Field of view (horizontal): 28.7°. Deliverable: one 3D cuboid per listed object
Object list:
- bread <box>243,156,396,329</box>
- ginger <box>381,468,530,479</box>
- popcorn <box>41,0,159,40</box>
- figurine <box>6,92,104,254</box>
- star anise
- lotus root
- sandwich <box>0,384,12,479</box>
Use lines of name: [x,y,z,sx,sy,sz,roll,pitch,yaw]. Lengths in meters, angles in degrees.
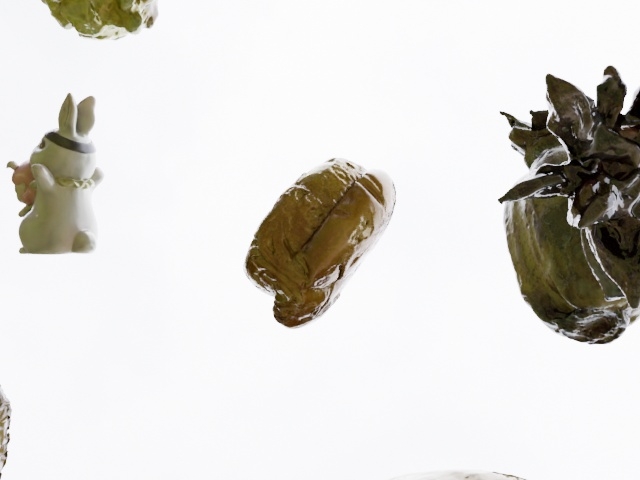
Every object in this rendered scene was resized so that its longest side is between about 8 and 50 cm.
bread: [0.000,0.000,0.566,0.046,0.081,0.083,35,-71,7]
ginger: [0.040,0.193,0.598,0.138,0.152,0.267,39,-44,-24]
popcorn: [-0.241,-0.321,1.406,0.185,0.167,0.188,-36,-121,36]
figurine: [-0.251,-0.059,1.146,0.098,0.081,0.146,-2,-88,15]
star anise: [0.271,-0.052,1.089,0.129,0.212,0.283,23,-16,39]
lotus root: [0.265,-0.025,1.305,0.154,0.278,0.154,-9,-29,-5]
sandwich: [-0.323,0.223,0.700,0.131,0.325,0.262,27,-55,11]
